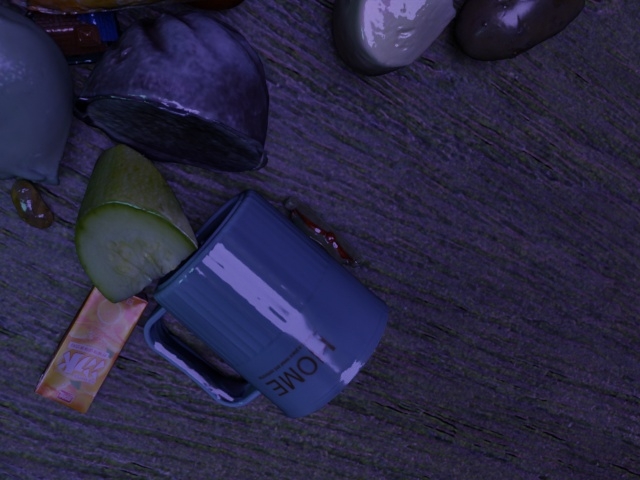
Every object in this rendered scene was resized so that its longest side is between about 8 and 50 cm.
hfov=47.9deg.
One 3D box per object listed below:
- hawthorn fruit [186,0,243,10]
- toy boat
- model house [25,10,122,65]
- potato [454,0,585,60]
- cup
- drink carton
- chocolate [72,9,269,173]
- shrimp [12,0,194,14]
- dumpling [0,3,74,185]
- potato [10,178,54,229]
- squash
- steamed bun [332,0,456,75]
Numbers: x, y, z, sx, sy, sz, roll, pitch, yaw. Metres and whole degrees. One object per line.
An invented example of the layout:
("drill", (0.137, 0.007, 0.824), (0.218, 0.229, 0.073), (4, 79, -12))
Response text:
("hawthorn fruit", (-0.193, -0.454, 1.148), (0.188, 0.169, 0.168), (0, 98, -15))
("toy boat", (-0.001, 0.000, 1.303), (0.185, 0.089, 0.071), (42, 44, -15))
("model house", (-0.382, -0.338, 1.123), (0.148, 0.149, 0.119), (-9, 102, -15))
("potato", (0.358, -0.414, 1.283), (0.262, 0.165, 0.165), (-41, 105, -12))
("cup", (-0.105, 0.109, 1.230), (0.311, 0.331, 0.256), (43, 53, -14))
("drink carton", (-0.389, 0.174, 1.236), (0.096, 0.071, 0.222), (30, 90, -17))
("chocolate", (-0.205, -0.248, 1.120), (0.303, 0.303, 0.212), (16, 78, -15))
("shrimp", (-0.298, -0.380, 1.007), (0.317, 0.164, 0.062), (-2, 72, -11))
("dumpling", (-0.504, -0.226, 1.038), (0.270, 0.212, 0.320), (14, 110, -1))
("potato", (-0.480, -0.057, 1.194), (0.046, 0.045, 0.092), (-42, 111, -36))
("squash", (-0.295, -0.046, 1.141), (0.237, 0.155, 0.204), (-31, 107, 33))
("steamed bun", (0.114, -0.381, 1.194), (0.200, 0.225, 0.170), (-45, 105, -2))
